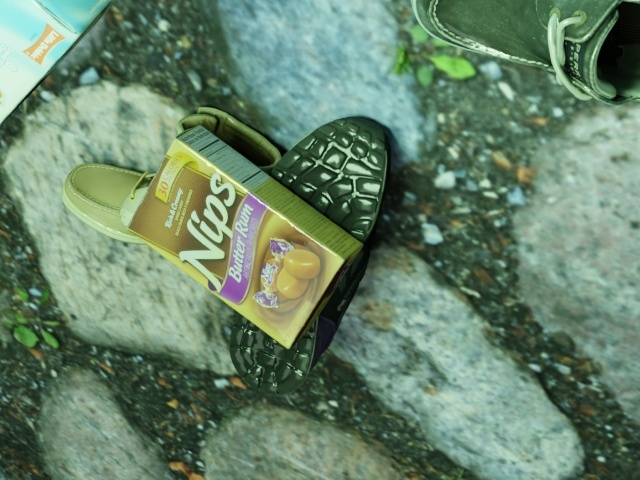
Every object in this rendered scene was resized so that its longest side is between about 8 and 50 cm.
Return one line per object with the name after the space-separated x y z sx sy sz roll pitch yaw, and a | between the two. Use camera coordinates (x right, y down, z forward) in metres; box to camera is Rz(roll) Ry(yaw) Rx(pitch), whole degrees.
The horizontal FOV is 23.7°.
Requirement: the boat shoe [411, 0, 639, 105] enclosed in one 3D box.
0.209 -0.160 1.094 0.335 0.119 0.121 5 136 28 | boat shoe

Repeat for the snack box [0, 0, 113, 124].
-0.152 -0.213 1.101 0.060 0.322 0.187 42 141 -11 | snack box

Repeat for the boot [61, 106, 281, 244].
-0.144 -0.062 1.462 0.213 0.077 0.165 19 141 5 | boot

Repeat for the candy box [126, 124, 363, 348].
-0.069 -0.004 1.357 0.186 0.053 0.109 36 118 9 | candy box

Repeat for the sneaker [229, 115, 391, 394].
0.000 0.000 1.431 0.107 0.124 0.283 30 118 13 | sneaker
